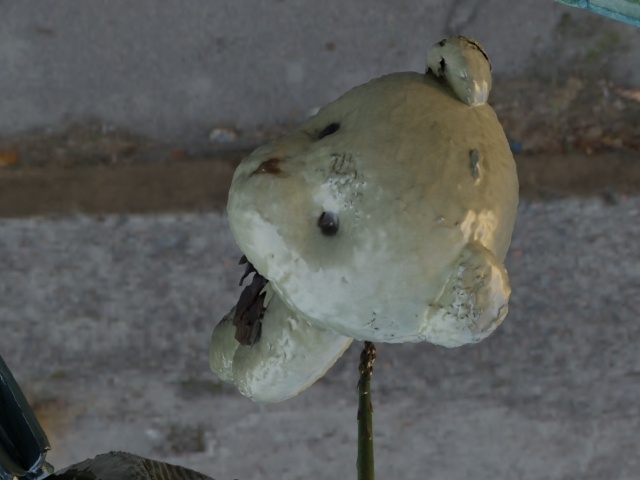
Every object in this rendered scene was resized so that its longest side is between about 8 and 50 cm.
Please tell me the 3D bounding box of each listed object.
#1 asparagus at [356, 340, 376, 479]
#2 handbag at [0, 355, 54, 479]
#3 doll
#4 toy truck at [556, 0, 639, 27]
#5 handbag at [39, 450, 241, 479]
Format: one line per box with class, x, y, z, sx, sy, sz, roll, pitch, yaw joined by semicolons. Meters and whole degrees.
asparagus;0.054;0.208;1.511;0.025;0.248;0.024;-5;128;7
handbag;-0.312;0.181;1.186;0.062;0.179;0.229;-28;165;-26
doll;-0.002;0.003;0.732;0.149;0.175;0.278;6;157;-22
toy truck;0.262;-0.217;0.909;0.156;0.279;0.155;-28;136;-50
handbag;-0.118;0.298;0.986;0.240;0.247;0.341;17;163;-22
